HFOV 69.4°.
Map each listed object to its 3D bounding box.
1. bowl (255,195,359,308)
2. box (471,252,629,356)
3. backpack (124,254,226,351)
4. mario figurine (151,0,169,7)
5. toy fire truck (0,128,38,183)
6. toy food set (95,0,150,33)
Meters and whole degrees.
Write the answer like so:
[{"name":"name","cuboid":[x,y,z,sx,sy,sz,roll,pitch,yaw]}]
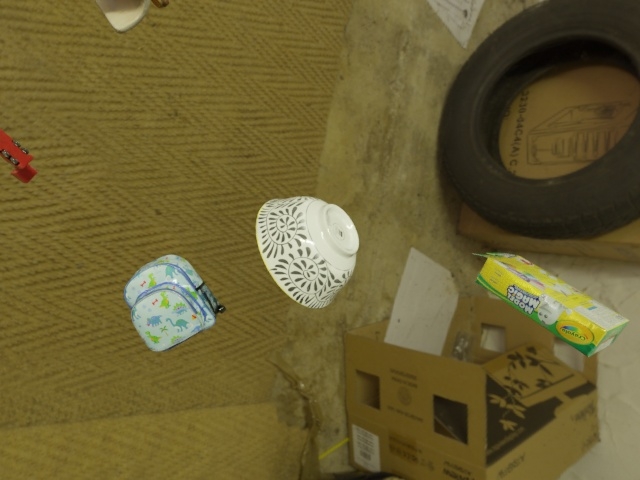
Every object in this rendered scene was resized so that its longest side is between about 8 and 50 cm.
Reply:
[{"name":"bowl","cuboid":[0.000,0.000,0.636,0.170,0.080,0.170,37,37,-35]},{"name":"box","cuboid":[0.282,0.070,0.591,0.105,0.179,0.043,1,121,-44]},{"name":"backpack","cuboid":[-0.205,0.083,0.627,0.105,0.084,0.114,-28,103,6]},{"name":"mario figurine","cuboid":[-0.353,-0.757,1.254,0.198,0.170,0.320,42,83,-9]},{"name":"toy fire truck","cuboid":[-0.832,-0.234,1.225,0.192,0.135,0.047,53,56,-38]},{"name":"toy food set","cuboid":[-0.314,-0.447,0.555,0.092,0.306,0.220,-28,70,-22]}]
